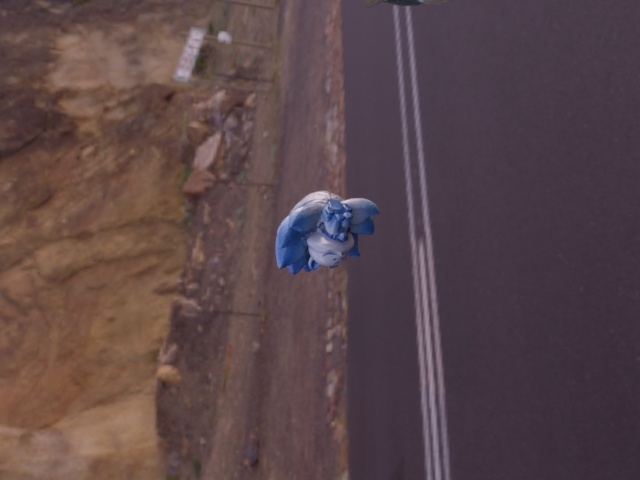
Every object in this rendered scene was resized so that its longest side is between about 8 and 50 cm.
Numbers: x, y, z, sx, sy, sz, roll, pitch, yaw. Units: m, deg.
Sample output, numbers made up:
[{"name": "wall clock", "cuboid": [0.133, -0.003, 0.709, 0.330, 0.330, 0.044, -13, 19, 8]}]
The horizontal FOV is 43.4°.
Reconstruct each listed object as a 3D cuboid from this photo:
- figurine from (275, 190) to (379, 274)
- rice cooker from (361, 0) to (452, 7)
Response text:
[{"name": "figurine", "cuboid": [0.000, 0.000, 0.805, 0.079, 0.114, 0.114, 51, 143, 31]}, {"name": "rice cooker", "cuboid": [0.104, -0.325, 0.424, 0.335, 0.325, 0.335, 59, 174, 10]}]
